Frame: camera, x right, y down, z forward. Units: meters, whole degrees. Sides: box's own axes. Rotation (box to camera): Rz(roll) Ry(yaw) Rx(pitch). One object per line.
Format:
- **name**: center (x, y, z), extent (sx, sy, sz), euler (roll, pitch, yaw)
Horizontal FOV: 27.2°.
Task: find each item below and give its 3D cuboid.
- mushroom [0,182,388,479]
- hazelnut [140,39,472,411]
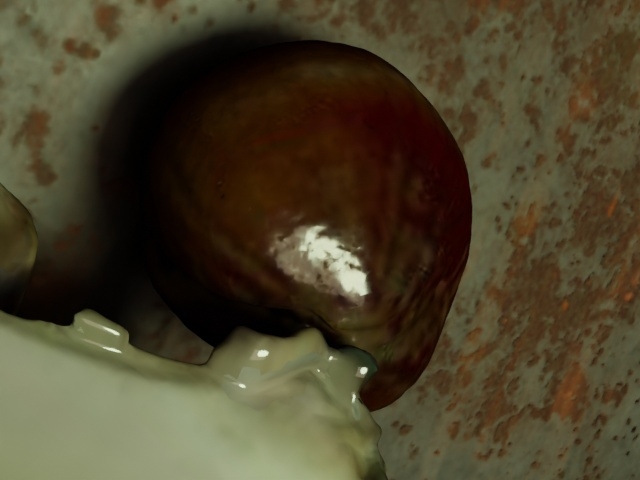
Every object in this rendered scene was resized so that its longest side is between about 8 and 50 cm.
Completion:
- **mushroom**: center (-0.171, 0.190, 0.615), extent (0.313, 0.224, 0.397), euler (27, 125, -5)
- **hazelnut**: center (0.000, 0.000, 0.691), extent (0.178, 0.178, 0.204), euler (-25, 133, -22)
